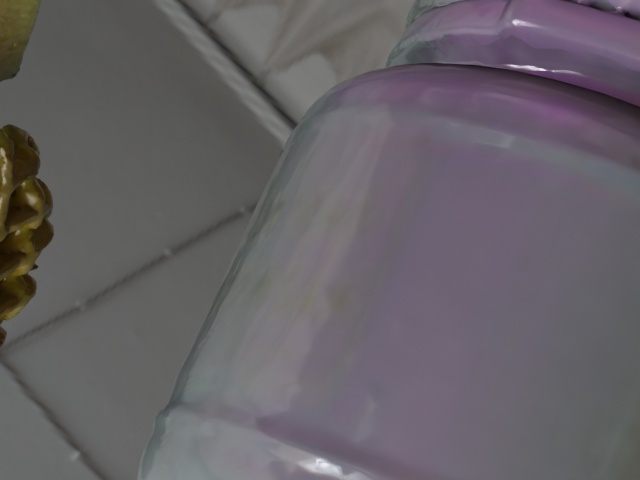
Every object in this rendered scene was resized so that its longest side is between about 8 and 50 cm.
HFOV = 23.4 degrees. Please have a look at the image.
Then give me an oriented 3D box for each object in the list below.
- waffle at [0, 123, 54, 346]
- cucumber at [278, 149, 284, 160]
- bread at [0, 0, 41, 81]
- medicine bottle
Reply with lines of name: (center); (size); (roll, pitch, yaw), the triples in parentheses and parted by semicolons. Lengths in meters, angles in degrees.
waffle: (-0.306, 0.037, 1.099); (0.062, 0.329, 0.329); (36, -150, 25)
cucumber: (0.000, 0.000, 1.344); (0.085, 0.193, 0.115); (13, -155, 30)
bread: (-0.241, -0.203, 1.015); (0.167, 0.264, 0.163); (-21, -153, -33)
medicine bottle: (0.094, 0.018, 0.571); (0.241, 0.241, 0.302); (30, -105, -18)
